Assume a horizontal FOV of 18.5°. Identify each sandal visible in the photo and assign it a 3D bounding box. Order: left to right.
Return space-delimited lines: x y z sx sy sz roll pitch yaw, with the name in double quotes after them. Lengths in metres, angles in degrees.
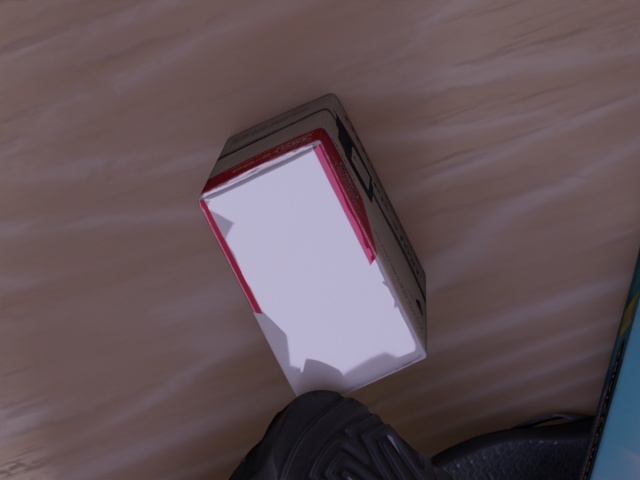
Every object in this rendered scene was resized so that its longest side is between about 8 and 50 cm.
0.204 0.174 1.561 0.254 0.054 0.097 -13 115 -3 "sandal"

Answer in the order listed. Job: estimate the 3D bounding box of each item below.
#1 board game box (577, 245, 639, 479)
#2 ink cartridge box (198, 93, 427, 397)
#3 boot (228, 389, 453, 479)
0.326 0.179 1.466 0.254 0.079 0.336 17 79 1 "board game box"
0.000 0.000 1.441 0.100 0.237 0.172 -25 100 8 "ink cartridge box"
0.006 0.338 1.457 0.367 0.146 0.445 47 137 4 "boot"
